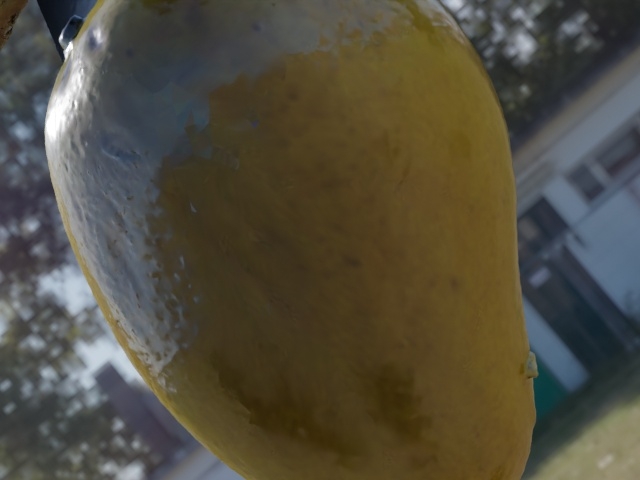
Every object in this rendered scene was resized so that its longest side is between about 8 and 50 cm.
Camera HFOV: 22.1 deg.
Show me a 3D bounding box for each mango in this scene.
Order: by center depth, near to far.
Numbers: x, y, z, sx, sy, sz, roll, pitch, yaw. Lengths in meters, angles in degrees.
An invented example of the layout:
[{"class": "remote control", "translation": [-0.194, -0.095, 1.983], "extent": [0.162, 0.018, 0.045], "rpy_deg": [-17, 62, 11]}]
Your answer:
[{"class": "mango", "translation": [0.000, 0.000, 1.084], "extent": [0.301, 0.445, 0.220], "rpy_deg": [-29, 11, 12]}]

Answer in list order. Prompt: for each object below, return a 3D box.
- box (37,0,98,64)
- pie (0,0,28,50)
[{"class": "box", "translation": [-0.147, -0.248, 1.448], "extent": [0.073, 0.290, 0.289], "rpy_deg": [9, -49, -40]}, {"class": "pie", "translation": [-0.470, -0.315, 1.741], "extent": [0.395, 0.180, 0.418], "rpy_deg": [11, -48, -31]}]
